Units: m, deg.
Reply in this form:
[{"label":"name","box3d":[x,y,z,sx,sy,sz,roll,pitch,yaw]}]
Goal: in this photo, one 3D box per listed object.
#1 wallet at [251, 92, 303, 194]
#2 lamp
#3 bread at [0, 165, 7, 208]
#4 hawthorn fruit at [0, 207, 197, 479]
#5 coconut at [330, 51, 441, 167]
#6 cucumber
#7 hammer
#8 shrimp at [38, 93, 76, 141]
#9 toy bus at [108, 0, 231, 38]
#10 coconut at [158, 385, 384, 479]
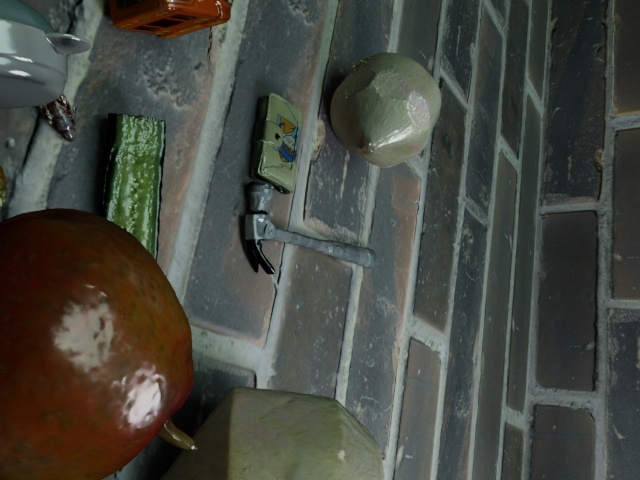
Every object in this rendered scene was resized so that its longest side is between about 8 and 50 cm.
[{"label":"wallet","box3d":[-0.073,-0.171,1.154,0.110,0.039,0.155,27,64,-54]},{"label":"lamp","box3d":[-0.357,-0.183,0.616,0.246,0.179,0.108,-9,90,-36]},{"label":"bread","box3d":[-0.373,-0.036,0.619,0.187,0.065,0.103,-52,133,-18]},{"label":"hawthorn fruit","box3d":[-0.243,0.123,0.645,0.298,0.277,0.277,39,49,-10]},{"label":"coconut","box3d":[0.129,-0.255,1.313,0.234,0.224,0.224,-48,126,-47]},{"label":"cucumber","box3d":[-0.250,-0.058,0.867,0.078,0.062,0.211,5,89,-22]},{"label":"hammer","box3d":[-0.001,0.000,1.246,0.427,0.044,0.152,12,78,-56]},{"label":"shrimp","box3d":[-0.318,-0.162,0.788,0.092,0.038,0.029,56,1,-37]},{"label":"toy bus","box3d":[-0.219,-0.451,0.871,0.153,0.143,0.329,-15,102,-53]},{"label":"coconut","box3d":[-0.080,0.356,0.901,0.329,0.329,0.328,8,81,-56]}]
